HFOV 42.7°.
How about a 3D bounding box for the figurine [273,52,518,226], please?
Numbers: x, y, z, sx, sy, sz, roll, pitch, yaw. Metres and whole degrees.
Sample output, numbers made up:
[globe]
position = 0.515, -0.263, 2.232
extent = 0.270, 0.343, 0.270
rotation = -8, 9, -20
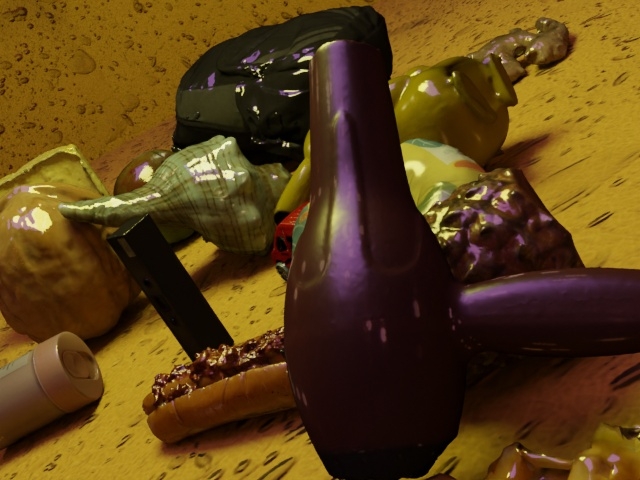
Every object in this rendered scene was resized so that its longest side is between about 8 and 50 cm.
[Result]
[figurine]
position = 0.101, -0.132, 1.084
extent = 0.327, 0.169, 0.218
rotation = -11, 11, 36

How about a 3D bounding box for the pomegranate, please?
[pomegranate]
position = -0.269, -0.092, 1.484
extent = 0.209, 0.180, 0.180
rotation = -45, 25, -29

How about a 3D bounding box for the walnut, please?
[walnut]
position = -0.394, 0.031, 1.242
extent = 0.257, 0.257, 0.224
rotation = -29, 20, 3

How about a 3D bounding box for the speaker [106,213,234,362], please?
[speaker]
position = -0.173, 0.061, 0.955
extent = 0.040, 0.191, 0.046
rotation = -9, 29, 43

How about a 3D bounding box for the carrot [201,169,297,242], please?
[carrot]
position = -0.091, -0.055, 1.304
extent = 0.225, 0.067, 0.067
rotation = -24, 21, 9

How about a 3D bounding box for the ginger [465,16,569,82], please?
[ginger]
position = 0.291, -0.291, 1.346
extent = 0.259, 0.065, 0.149
rotation = -26, 23, 6

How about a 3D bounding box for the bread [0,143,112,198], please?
[bread]
position = -0.453, -0.001, 1.384
extent = 0.236, 0.263, 0.198
rotation = -38, 16, -26

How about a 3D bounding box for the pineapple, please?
[pineapple]
position = 0.079, 0.058, 0.688
extent = 0.279, 0.158, 0.158
rotation = -30, 20, 13

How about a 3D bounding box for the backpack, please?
[backpack]
position = -0.088, -0.281, 1.577
extent = 0.446, 0.254, 0.363
rotation = 1, 35, 30

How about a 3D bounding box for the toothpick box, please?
[toothpick box]
position = -0.368, 0.193, 1.046
extent = 0.149, 0.098, 0.098
rotation = -28, 20, 6

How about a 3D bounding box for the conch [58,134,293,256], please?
[conch]
position = -0.168, -0.075, 1.194
extent = 0.386, 0.169, 0.203
rotation = 12, -3, -7

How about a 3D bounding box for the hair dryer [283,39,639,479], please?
[hair dryer]
position = 0.140, 0.003, 0.544
extent = 0.340, 0.312, 0.123
rotation = -4, -15, 16

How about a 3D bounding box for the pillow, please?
[pillow]
position = 0.081, -0.006, 0.850
extent = 0.233, 0.086, 0.214
rotation = -33, 46, -5

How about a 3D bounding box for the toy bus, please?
[toy bus]
position = 0.000, 0.000, 1.011
extent = 0.081, 0.089, 0.195
rotation = -39, 21, -24

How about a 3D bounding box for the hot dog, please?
[hot dog]
position = -0.078, 0.134, 0.822
extent = 0.249, 0.076, 0.102
rotation = -21, 19, 26

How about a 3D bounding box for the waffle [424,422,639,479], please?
[waffle]
position = 0.079, 0.231, 0.358
extent = 0.382, 0.095, 0.379
rotation = -24, 20, 23
